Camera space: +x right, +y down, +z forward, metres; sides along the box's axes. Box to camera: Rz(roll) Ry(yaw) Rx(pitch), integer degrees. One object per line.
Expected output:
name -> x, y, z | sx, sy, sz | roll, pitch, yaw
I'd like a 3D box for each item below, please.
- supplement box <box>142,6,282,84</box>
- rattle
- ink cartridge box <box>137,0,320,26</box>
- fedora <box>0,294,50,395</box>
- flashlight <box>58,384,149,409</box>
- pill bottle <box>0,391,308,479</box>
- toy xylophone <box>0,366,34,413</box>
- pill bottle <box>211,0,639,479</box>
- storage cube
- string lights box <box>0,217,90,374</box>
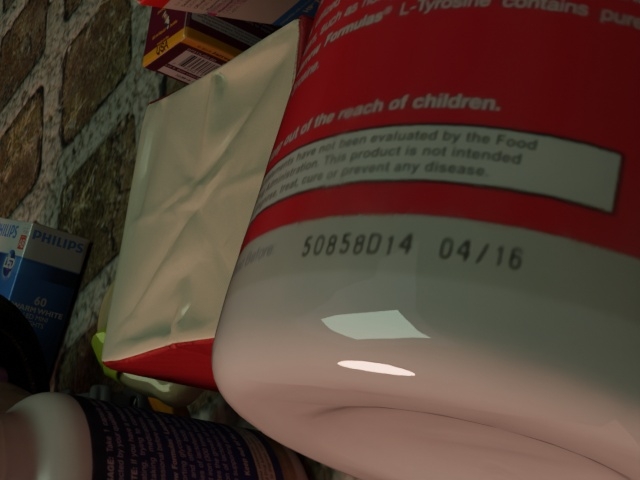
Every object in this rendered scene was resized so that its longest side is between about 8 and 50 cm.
supplement box -> -0.095, -0.242, 0.951 | 0.081, 0.104, 0.188 | -19, 59, 49
rattle -> -0.076, 0.049, 0.789 | 0.130, 0.142, 0.199 | 9, 61, 40
ink cartridge box -> -0.089, -0.262, 0.818 | 0.078, 0.231, 0.134 | -30, 71, 44
fedora -> -0.411, 0.203, 0.977 | 0.153, 0.334, 0.333 | 5, 76, 22
flashlight -> -0.214, 0.283, 0.868 | 0.103, 0.103, 0.303 | -36, 49, 43
pill bottle -> -0.148, 0.187, 0.679 | 0.153, 0.265, 0.153 | -28, 52, 44
toy xylophone -> -0.314, 0.277, 0.910 | 0.236, 0.081, 0.322 | 73, -154, -70
pill bottle -> 0.111, -0.090, 0.469 | 0.229, 0.229, 0.407 | -14, 54, 50
storage cube -> 0.000, 0.000, 0.631 | 0.184, 0.193, 0.214 | -15, 63, 50
string lights box -> -0.365, 0.108, 1.175 | 0.133, 0.077, 0.259 | 5, 79, 56
